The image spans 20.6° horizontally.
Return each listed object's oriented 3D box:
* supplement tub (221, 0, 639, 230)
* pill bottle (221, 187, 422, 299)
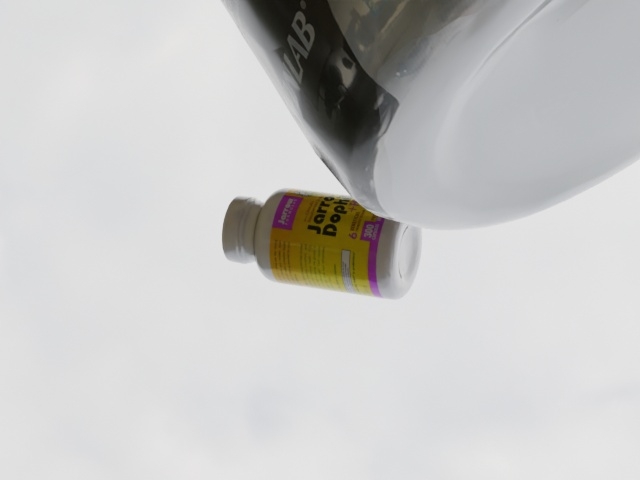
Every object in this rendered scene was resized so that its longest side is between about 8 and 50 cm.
[{"bbox_3d":[0.018,-0.189,0.592,0.207,0.207,0.338,-37,-113,13],"label":"supplement tub"},{"bbox_3d":[0.000,0.000,0.779,0.083,0.043,0.043,7,-112,20],"label":"pill bottle"}]
